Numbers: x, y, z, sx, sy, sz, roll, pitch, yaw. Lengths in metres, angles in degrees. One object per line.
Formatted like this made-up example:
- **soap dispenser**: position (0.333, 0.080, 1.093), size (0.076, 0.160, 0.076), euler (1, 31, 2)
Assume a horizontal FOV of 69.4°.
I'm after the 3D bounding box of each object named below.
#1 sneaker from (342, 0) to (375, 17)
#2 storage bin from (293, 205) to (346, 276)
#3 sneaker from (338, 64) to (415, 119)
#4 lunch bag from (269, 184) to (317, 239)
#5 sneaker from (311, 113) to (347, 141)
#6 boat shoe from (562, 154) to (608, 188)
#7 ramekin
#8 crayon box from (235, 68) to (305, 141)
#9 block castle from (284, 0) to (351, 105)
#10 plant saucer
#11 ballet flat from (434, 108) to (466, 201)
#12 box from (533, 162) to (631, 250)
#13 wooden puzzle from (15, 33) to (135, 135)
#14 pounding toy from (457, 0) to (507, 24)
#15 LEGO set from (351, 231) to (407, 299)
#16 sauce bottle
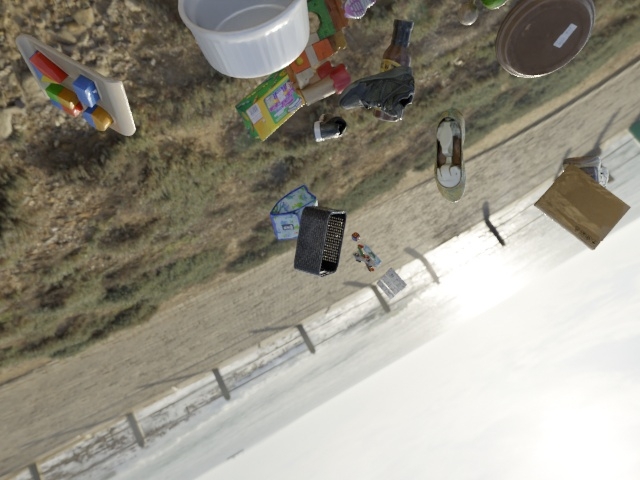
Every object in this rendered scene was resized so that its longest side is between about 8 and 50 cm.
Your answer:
- **sneaker**: position (0.155, -1.061, 2.080), size (0.104, 0.095, 0.236), euler (2, -138, 40)
- **storage bin**: position (0.000, 0.000, 1.278), size (0.122, 0.084, 0.180), euler (-10, 113, -63)
- **sneaker**: position (0.161, -0.399, 1.317), size (0.227, 0.130, 0.087), euler (-12, 165, 18)
- **lunch bag**: position (-0.082, -0.077, 1.435), size (0.151, 0.096, 0.129), euler (-30, 145, -15)
- **sneaker**: position (0.043, -0.394, 1.597), size (0.106, 0.078, 0.234), euler (-4, -157, 13)
- **boat shoe**: position (0.876, -0.184, 1.538), size (0.132, 0.130, 0.355), euler (-2, 174, 39)
- **ramekin**: position (-0.154, -0.490, 1.016), size (0.277, 0.277, 0.135), euler (-29, 150, -6)
- **crayon box**: position (-0.199, -0.564, 1.904), size (0.278, 0.081, 0.165), euler (-46, 143, -15)
- **block castle**: position (-0.050, -0.675, 1.438), size (0.213, 0.453, 0.303), euler (-26, -154, 1)
- **plant saucer**: position (0.659, -0.598, 1.352), size (0.278, 0.041, 0.278), euler (-1, 140, -1)
- **ballet flat**: position (0.476, -0.307, 1.714), size (0.123, 0.349, 0.123), euler (-3, -165, 1)
- **box**: position (0.737, -0.097, 1.302), size (0.164, 0.201, 0.021), euler (-47, 168, -4)
- **wooden puzzle**: position (-0.837, -0.505, 1.590), size (0.322, 0.348, 0.080), euler (122, -8, -67)
- **pounding toy**: position (0.413, -0.673, 1.142), size (0.110, 0.183, 0.237), euler (19, 167, -18)
- **LEGO set**: position (0.191, 0.075, 1.554), size (0.060, 0.244, 0.182), euler (-39, 169, -19)
- **sauce bottle**: position (0.268, -0.614, 1.679), size (0.111, 0.111, 0.344), euler (-16, 125, -38)
